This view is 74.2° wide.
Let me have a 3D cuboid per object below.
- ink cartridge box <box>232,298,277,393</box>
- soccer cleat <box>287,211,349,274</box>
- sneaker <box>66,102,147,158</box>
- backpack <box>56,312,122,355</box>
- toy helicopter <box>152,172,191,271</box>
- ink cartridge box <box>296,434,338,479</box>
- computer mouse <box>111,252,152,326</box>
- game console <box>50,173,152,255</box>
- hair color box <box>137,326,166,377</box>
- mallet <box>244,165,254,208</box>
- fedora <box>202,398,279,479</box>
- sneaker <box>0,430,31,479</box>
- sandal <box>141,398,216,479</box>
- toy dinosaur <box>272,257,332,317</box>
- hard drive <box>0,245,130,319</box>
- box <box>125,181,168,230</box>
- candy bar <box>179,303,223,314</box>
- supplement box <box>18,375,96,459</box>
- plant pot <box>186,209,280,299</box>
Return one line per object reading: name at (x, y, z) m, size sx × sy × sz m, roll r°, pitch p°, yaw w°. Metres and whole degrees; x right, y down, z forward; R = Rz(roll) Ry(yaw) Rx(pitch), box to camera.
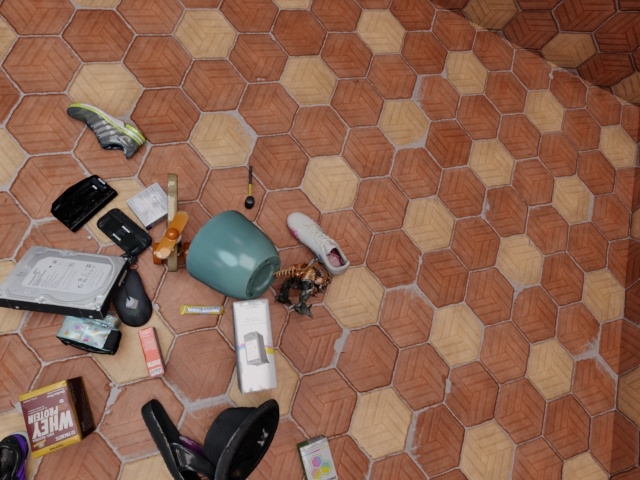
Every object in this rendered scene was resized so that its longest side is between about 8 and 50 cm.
ink cartridge box at (-0.245, 0.374, 1.529) m, size 0.131 × 0.226 × 0.306 m, roll -6°, pitch 80°, yaw -15°
soccer cleat at (0.000, 0.000, 1.730) m, size 0.116 × 0.143 × 0.331 m, roll -43°, pitch 90°, yaw -20°
sneaker at (-0.835, -0.422, 1.625) m, size 0.299 × 0.111 × 0.121 m, roll 25°, pitch 76°, yaw -6°
backpack at (-0.777, 0.304, 1.430) m, size 0.188 × 0.166 × 0.144 m, roll 14°, pitch 72°, yaw -15°
toy helicopter at (-0.533, -0.062, 1.513) m, size 0.140 × 0.235 × 0.355 m, roll 0°, pitch 95°, yaw -15°
ink cartridge box at (-0.006, 0.847, 1.565) m, size 0.109 × 0.062 × 0.209 m, roll -13°, pitch 81°, yaw -19°
computer mouse at (-0.708, 0.186, 1.528) m, size 0.188 × 0.072 × 0.272 m, roll -28°, pitch 85°, yaw -20°
game console at (-0.802, -0.074, 1.575) m, size 0.361 × 0.044 × 0.213 m, roll 41°, pitch 70°, yaw 1°
hair color box at (-0.595, 0.394, 1.498) m, size 0.053 × 0.093 × 0.167 m, roll -17°, pitch 81°, yaw -17°
mallet at (-0.295, -0.220, 1.764) m, size 0.039 × 0.062 × 0.190 m, roll 4°, pitch 61°, yaw -16°
fedora at (-0.284, 0.667, 1.447) m, size 0.152 × 0.334 × 0.334 m, roll 20°, pitch 69°, yaw 23°
sneaker at (-0.959, 0.748, 1.283) m, size 0.102 × 0.146 × 0.293 m, roll -5°, pitch 78°, yaw -16°
sandal at (-0.444, 0.720, 1.417) m, size 0.107 × 0.167 × 0.446 m, roll -32°, pitch 86°, yaw -11°
toy dinosaur at (-0.077, 0.158, 1.631) m, size 0.322 × 0.164 × 0.218 m, roll 23°, pitch 91°, yaw -34°
hard drive at (-0.857, 0.135, 1.424) m, size 0.338 × 0.064 × 0.237 m, roll 8°, pitch 44°, yaw -1°
box at (-0.645, -0.130, 1.622) m, size 0.137 × 0.072 × 0.126 m, roll -37°, pitch 89°, yaw -19°
candy bar at (-0.450, 0.263, 1.609) m, size 0.161 × 0.018 × 0.040 m, roll 4°, pitch 76°, yaw -14°
supplement box at (-0.826, 0.550, 1.342) m, size 0.129 × 0.194 × 0.191 m, roll -17°, pitch 82°, yaw -19°
plant pot at (-0.287, 0.073, 1.514) m, size 0.235 × 0.293 × 0.293 m, roll 31°, pitch 68°, yaw 23°
